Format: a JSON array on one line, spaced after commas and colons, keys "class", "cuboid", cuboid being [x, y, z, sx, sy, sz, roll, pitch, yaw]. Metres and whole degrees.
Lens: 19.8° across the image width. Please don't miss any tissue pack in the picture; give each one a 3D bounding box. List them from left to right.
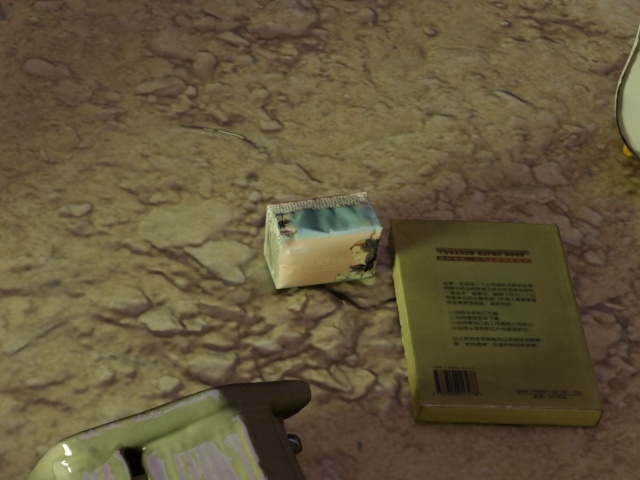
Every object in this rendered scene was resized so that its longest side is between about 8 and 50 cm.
[{"class": "tissue pack", "cuboid": [0.000, 0.000, 1.606, 0.094, 0.074, 0.059, -8, 48, -12]}]

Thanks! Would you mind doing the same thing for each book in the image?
[{"class": "book", "cuboid": [0.146, 0.067, 1.589, 0.161, 0.026, 0.231, 2, 43, -7]}]

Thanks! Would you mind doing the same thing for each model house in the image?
[{"class": "model house", "cuboid": [-0.092, 0.200, 1.350, 0.229, 0.122, 0.188, -18, 60, -7]}]

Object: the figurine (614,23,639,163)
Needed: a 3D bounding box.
[{"class": "figurine", "cuboid": [0.357, -0.165, 1.743, 0.166, 0.250, 0.141, 3, 24, 0]}]
